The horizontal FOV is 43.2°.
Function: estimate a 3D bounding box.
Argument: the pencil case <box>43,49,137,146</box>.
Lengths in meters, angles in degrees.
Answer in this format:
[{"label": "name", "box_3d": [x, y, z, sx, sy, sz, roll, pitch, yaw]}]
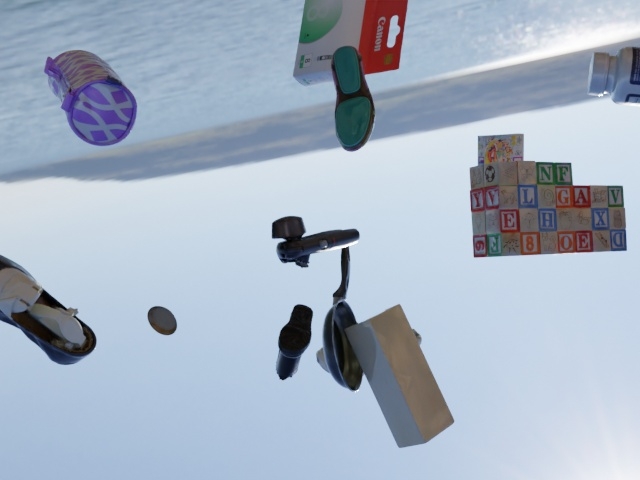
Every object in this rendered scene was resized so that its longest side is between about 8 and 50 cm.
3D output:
[{"label": "pencil case", "box_3d": [-0.288, -0.180, 1.003, 0.088, 0.086, 0.206, 10, -163, -27]}]

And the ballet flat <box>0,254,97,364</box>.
[{"label": "ballet flat", "box_3d": [-0.342, 0.078, 0.964, 0.074, 0.203, 0.074, -24, -144, 19]}]

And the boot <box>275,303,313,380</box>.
[{"label": "boot", "box_3d": [-0.043, 0.159, 1.167, 0.045, 0.099, 0.121, 18, -151, 0]}]

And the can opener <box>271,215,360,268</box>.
[{"label": "can opener", "box_3d": [0.000, 0.000, 1.192, 0.059, 0.073, 0.186, 9, -172, 38]}]

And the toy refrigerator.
[{"label": "toy refrigerator", "box_3d": [0.160, 0.279, 1.665, 0.102, 0.269, 0.094, -22, 175, -41]}]

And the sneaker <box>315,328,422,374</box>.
[{"label": "sneaker", "box_3d": [0.122, 0.267, 1.982, 0.292, 0.118, 0.110, 1, -143, -31]}]

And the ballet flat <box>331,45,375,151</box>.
[{"label": "ballet flat", "box_3d": [0.062, -0.251, 1.485, 0.077, 0.221, 0.079, -12, 157, 12]}]

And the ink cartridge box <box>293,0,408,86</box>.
[{"label": "ink cartridge box", "box_3d": [0.058, -0.410, 1.605, 0.225, 0.180, 0.056, -3, 162, 37]}]

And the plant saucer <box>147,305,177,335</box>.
[{"label": "plant saucer", "box_3d": [-0.383, 0.192, 1.973, 0.084, 0.083, 0.015, -8, -158, 26]}]

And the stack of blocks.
[{"label": "stack of blocks", "box_3d": [0.429, -0.058, 1.518, 0.297, 0.171, 0.087, -1, 178, -25]}]

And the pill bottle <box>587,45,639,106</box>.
[{"label": "pill bottle", "box_3d": [0.371, -0.187, 0.924, 0.120, 0.067, 0.067, 7, -166, 13]}]

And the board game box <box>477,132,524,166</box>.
[{"label": "board game box", "box_3d": [0.380, -0.146, 1.704, 0.104, 0.154, 0.026, -7, -169, -26]}]

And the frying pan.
[{"label": "frying pan", "box_3d": [0.038, 0.161, 1.721, 0.053, 0.325, 0.197, -12, 178, 18]}]
